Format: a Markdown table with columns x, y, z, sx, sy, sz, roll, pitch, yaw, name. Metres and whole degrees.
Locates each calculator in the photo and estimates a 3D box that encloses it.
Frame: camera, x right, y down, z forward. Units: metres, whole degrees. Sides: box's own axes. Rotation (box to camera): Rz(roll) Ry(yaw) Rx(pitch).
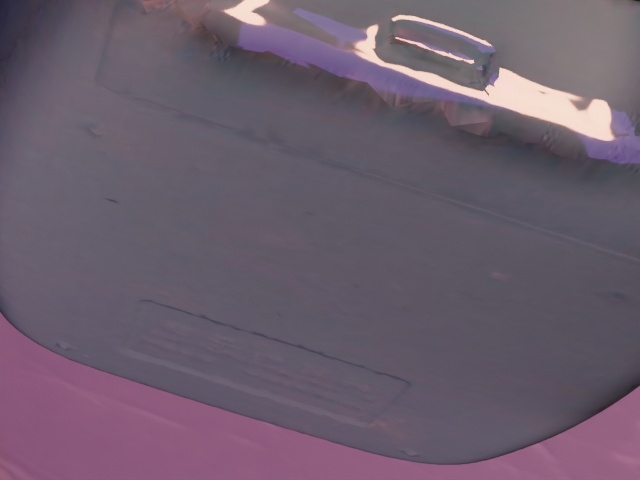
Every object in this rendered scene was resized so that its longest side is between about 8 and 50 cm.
| x | y | z | sx | sy | sz | roll | pitch | yaw | name |
| --- | --- | --- | --- | --- | --- | --- | --- | --- | --- |
| 0.000 | 0.000 | 0.652 | 0.256 | 0.054 | 0.386 | 18 | 158 | -5 | calculator |
